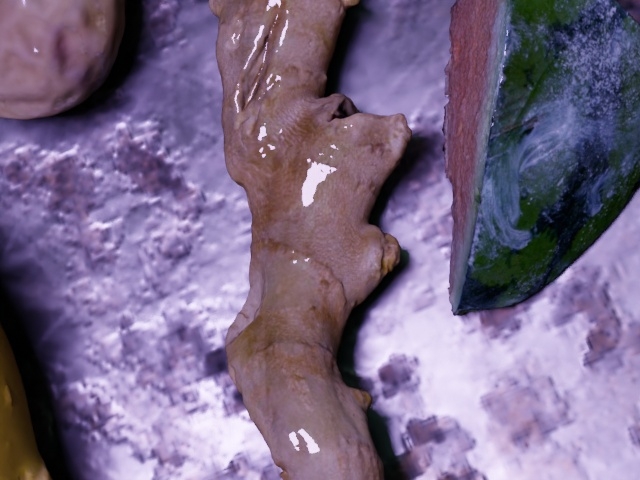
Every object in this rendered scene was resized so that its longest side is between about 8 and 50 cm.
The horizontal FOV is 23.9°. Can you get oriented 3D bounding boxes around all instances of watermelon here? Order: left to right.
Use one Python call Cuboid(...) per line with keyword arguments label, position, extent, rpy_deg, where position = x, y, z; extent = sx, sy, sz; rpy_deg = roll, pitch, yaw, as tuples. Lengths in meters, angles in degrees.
Cuboid(label="watermelon", position=(0.092, -0.043, 0.630), extent=(0.101, 0.080, 0.155), rpy_deg=(16, 78, -21))

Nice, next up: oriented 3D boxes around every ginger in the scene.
Cuboid(label="ginger", position=(0.000, 0.000, 0.630), extent=(0.089, 0.075, 0.288), rpy_deg=(-9, 73, 5))

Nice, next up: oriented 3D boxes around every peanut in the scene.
Cuboid(label="peanut", position=(-0.097, -0.157, 0.671), extent=(0.104, 0.085, 0.228), rpy_deg=(34, 89, 6))

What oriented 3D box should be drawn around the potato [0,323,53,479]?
Cuboid(label="potato", position=(-0.197, 0.100, 0.611), extent=(0.173, 0.140, 0.300), rpy_deg=(-21, 81, 0))
